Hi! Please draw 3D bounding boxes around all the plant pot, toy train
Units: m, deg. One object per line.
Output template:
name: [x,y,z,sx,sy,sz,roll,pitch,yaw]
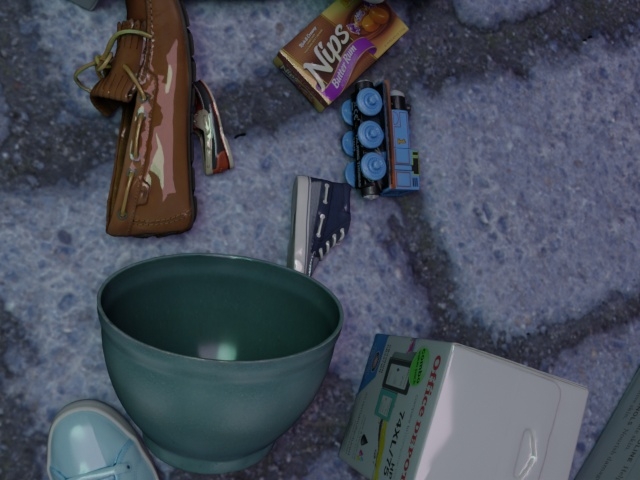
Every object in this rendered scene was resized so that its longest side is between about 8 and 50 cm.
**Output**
plant pot: [-0.130,0.159,0.855,0.292,0.293,0.196,3,111,-15]
toy train: [0.092,-0.151,1.033,0.105,0.080,0.184,0,82,-25]

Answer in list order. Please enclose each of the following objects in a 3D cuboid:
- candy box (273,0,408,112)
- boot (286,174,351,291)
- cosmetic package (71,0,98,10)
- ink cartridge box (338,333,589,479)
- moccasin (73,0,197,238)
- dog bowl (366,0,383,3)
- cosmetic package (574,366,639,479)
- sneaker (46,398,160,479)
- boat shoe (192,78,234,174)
candy box: [0.031,-0.297,1.040,0.186,0.053,0.109,-45,97,-16]
boot: [0.000,0.000,0.992,0.086,0.069,0.190,6,81,-12]
cosmetic package: [-0.339,-0.425,0.878,0.183,0.151,0.151,25,78,-27]
ink cartridge box: [0.177,0.250,0.913,0.197,0.270,0.198,21,79,-13]
moccasin: [-0.250,-0.193,0.918,0.146,0.139,0.380,-1,94,-24]
dog bowl: [0.083,-0.508,0.987,0.348,0.102,0.349,13,61,-25]
cosmetic package: [0.630,0.403,0.960,0.329,0.393,0.327,40,76,-9]
sneaker: [-0.247,0.378,0.845,0.135,0.150,0.366,-20,90,-17]
boat shoe: [-0.164,-0.162,0.977,0.043,0.049,0.137,-18,94,-14]
